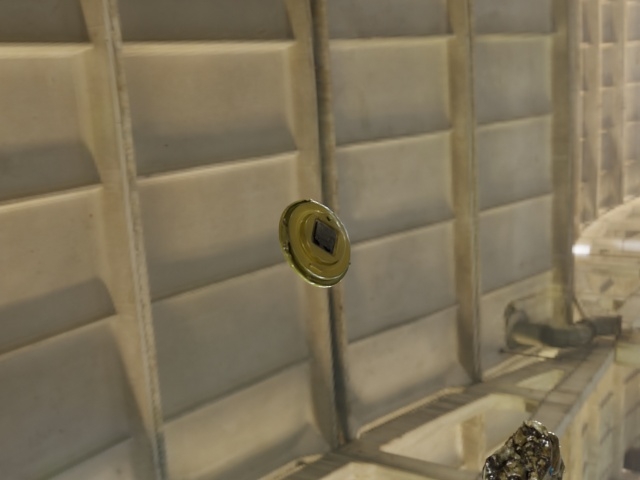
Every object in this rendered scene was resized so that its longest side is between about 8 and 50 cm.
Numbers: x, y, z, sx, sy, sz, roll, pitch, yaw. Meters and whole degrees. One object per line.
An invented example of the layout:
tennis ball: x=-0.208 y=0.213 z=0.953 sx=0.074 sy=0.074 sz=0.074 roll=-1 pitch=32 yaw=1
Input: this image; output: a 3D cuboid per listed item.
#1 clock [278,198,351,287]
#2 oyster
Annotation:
clock: x=0.000 y=0.000 z=1.916 sx=0.237 sy=0.057 sz=0.236 roll=21 pitch=-123 yaw=-36
oyster: x=0.466 y=0.521 z=1.698 sx=0.223 sy=0.083 sz=0.214 roll=38 pitch=-92 yaw=-17
